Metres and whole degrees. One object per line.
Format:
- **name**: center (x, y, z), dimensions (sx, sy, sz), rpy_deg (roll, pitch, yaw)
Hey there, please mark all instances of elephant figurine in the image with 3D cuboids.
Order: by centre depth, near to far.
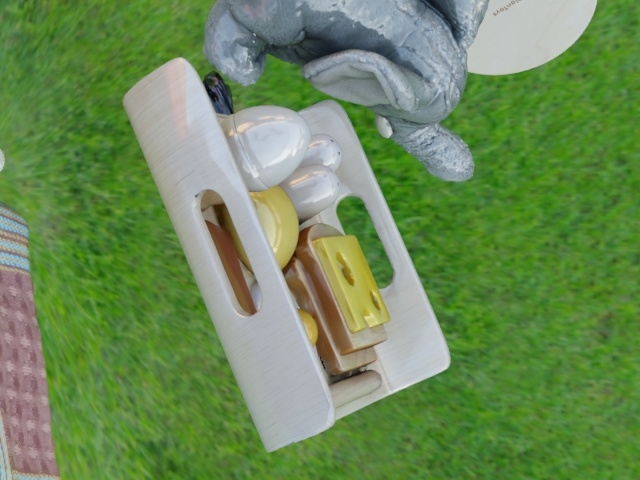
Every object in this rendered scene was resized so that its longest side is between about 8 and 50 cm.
- **elephant figurine**: center (0.048, -0.153, 1.084), dimensions (0.239, 0.186, 0.169), rpy_deg (31, 105, -2)

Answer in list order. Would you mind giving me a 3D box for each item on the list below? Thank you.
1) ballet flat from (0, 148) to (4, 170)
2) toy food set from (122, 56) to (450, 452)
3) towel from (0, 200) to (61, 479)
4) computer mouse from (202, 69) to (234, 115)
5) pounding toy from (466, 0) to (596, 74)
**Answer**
- **ballet flat**: center (-0.342, -0.069, 1.318), dimensions (0.052, 0.168, 0.057), rpy_deg (11, 86, -40)
- **toy food set**: center (0.000, 0.000, 0.923), dimensions (0.092, 0.306, 0.220), rpy_deg (-25, 83, 17)
- **towel**: center (-0.204, 0.067, 0.627), dimensions (0.040, 0.370, 0.272), rpy_deg (-14, 75, 14)
- **computer mouse**: center (-0.071, -0.037, 1.205), dimensions (0.072, 0.272, 0.189), rpy_deg (-25, 92, -1)
- **pounding toy**: center (0.160, -0.269, 1.500), dimensions (0.236, 0.110, 0.183), rpy_deg (-10, 137, 4)
